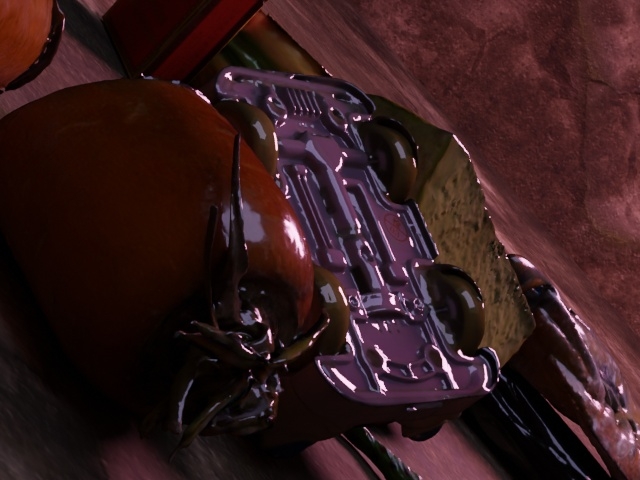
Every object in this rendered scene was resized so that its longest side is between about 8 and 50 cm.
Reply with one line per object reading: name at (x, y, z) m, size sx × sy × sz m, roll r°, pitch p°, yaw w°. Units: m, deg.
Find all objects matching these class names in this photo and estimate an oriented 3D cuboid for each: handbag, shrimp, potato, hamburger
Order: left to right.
hamburger at (-0.078, -0.188, 2.024) m, size 0.237 × 0.149 × 0.237 m, roll 45°, pitch 1°, yaw -1°
potato at (0.027, 0.015, 1.722) m, size 0.280 × 0.213 × 0.330 m, roll 26°, pitch -25°, yaw 38°
handbag at (0.257, 0.232, 2.008) m, size 0.332 × 0.075 × 0.191 m, roll 47°, pitch 12°, yaw 8°
shrimp at (0.303, 0.175, 1.991) m, size 0.445 × 0.110 × 0.221 m, roll 49°, pitch 16°, yaw -28°

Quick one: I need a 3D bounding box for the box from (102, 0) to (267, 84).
box at (-0.140, -0.293, 1.936) m, size 0.074 × 0.240 × 0.153 m, roll 34°, pitch 18°, yaw -35°

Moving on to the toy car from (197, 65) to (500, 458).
toy car at (-0.026, 0.033, 1.470) m, size 0.242 × 0.226 × 0.336 m, roll 1°, pitch 61°, yaw -48°

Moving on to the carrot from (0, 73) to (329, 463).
carrot at (-0.106, 0.013, 1.203) m, size 0.193 × 0.214 × 0.331 m, roll 25°, pitch 28°, yaw -51°

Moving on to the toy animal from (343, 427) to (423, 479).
toy animal at (0.099, 0.239, 1.562) m, size 0.217 × 0.041 × 0.075 m, roll 45°, pitch 13°, yaw 12°

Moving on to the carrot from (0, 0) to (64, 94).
carrot at (-0.306, -0.204, 1.270) m, size 0.196 × 0.196 × 0.254 m, roll 48°, pitch 9°, yaw 3°
